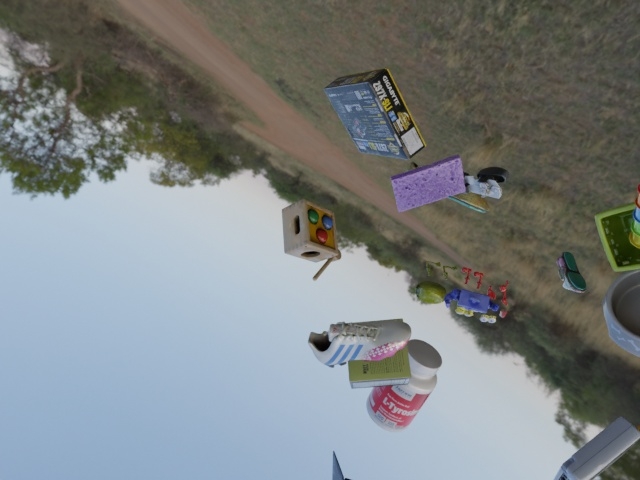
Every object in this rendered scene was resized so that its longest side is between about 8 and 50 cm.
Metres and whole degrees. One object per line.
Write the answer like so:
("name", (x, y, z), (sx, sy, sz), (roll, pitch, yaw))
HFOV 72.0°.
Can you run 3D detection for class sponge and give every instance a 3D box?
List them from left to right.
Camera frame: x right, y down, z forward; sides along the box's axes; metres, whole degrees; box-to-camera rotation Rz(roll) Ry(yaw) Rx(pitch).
("sponge", (0.320, -0.168, 1.313), (0.031, 0.210, 0.117), (-97, -13, -56))

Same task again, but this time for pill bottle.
("pill bottle", (0.382, 0.654, 1.998), (0.228, 0.408, 0.229), (17, -152, -9))

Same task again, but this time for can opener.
("can opener", (0.461, -0.194, 1.402), (0.280, 0.093, 0.074), (21, 152, 49))

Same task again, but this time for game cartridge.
("game cartridge", (0.640, 0.507, 1.024), (0.062, 0.198, 0.297), (56, 177, 40))

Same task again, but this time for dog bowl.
("dog bowl", (1.184, 0.242, 1.546), (0.348, 0.349, 0.102), (38, 172, 45))

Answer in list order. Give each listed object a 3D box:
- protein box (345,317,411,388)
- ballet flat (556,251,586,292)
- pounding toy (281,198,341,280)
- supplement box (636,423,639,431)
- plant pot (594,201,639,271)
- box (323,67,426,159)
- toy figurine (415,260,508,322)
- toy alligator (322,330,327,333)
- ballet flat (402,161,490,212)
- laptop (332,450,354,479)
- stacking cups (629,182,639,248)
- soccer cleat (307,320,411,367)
("protein box", (0.192, 0.389, 1.508), (0.201, 0.200, 0.136), (-5, 152, 3))
("ballet flat", (0.973, 0.139, 1.720), (0.076, 0.079, 0.222), (15, -139, -2))
("pounding toy", (0.005, 0.010, 1.178), (0.206, 0.094, 0.181), (20, -123, -47))
("supplement box", (0.944, 0.465, 1.080), (0.129, 0.191, 0.194), (51, 159, -1))
("plant pot", (1.163, -0.037, 1.591), (0.207, 0.227, 0.228), (-20, -89, -47))
("box", (0.158, -0.387, 1.364), (0.257, 0.079, 0.322), (53, 171, -25))
("toy figurine", (0.562, 0.198, 1.701), (0.362, 0.191, 0.217), (17, 179, 12))
("toy alligator", (0.040, 0.424, 1.929), (0.056, 0.189, 0.051), (33, -146, -45))
("ballet flat", (0.476, -0.208, 1.643), (0.348, 0.123, 0.123), (21, -179, 12))
("laptop", (0.136, 0.914, 1.542), (0.264, 0.235, 0.136), (4, -172, 25))
("stacking cups", (0.994, -0.091, 1.321), (0.096, 0.096, 0.316), (38, 172, 43))
("soccer cleat", (0.109, 0.302, 1.352), (0.143, 0.331, 0.116), (53, -152, -27))
